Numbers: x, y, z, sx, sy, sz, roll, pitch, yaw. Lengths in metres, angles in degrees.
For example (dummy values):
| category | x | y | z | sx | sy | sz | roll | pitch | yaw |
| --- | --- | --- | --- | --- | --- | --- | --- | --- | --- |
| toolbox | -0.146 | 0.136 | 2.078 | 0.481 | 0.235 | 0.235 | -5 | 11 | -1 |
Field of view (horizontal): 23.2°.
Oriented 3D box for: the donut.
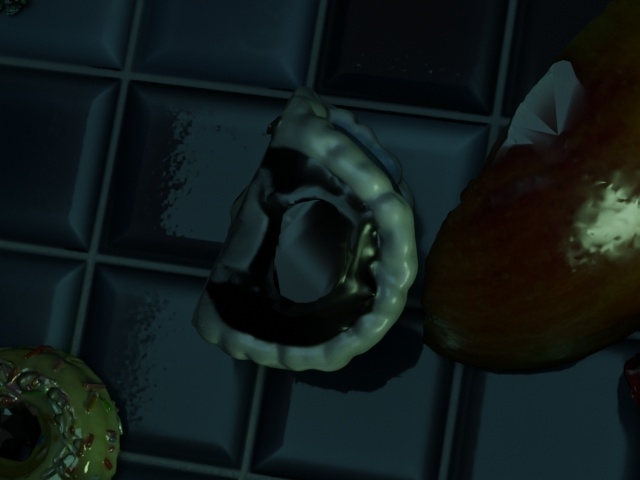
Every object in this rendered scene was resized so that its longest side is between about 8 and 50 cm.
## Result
| category | x | y | z | sx | sy | sz | roll | pitch | yaw |
| --- | --- | --- | --- | --- | --- | --- | --- | --- | --- |
| donut | -0.255 | 0.170 | 1.319 | 0.174 | 0.068 | 0.175 | -2 | 80 | 9 |

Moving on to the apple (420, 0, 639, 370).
| category | x | y | z | sx | sy | sz | roll | pitch | yaw |
| --- | --- | --- | --- | --- | --- | --- | --- | --- | --- |
| apple | 0.212 | -0.039 | 1.246 | 0.254 | 0.179 | 0.346 | 38 | 87 | -25 |

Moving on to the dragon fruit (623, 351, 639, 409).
| category | x | y | z | sx | sy | sz | roll | pitch | yaw |
| --- | --- | --- | --- | --- | --- | --- | --- | --- | --- |
| dragon fruit | 0.314 | 0.119 | 1.244 | 0.162 | 0.083 | 0.106 | -21 | 96 | -14 |

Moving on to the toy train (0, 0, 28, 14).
| category | x | y | z | sx | sy | sz | roll | pitch | yaw |
| --- | --- | --- | --- | --- | --- | --- | --- | --- | --- |
| toy train | -0.309 | -0.233 | 1.421 | 0.092 | 0.029 | 0.045 | 8 | 65 | 6 |

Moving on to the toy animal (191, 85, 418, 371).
| category | x | y | z | sx | sy | sz | roll | pitch | yaw |
| --- | --- | --- | --- | --- | --- | --- | --- | --- | --- |
| toy animal | 0.000 | 0.000 | 1.251 | 0.156 | 0.204 | 0.208 | 26 | 103 | -2 |
